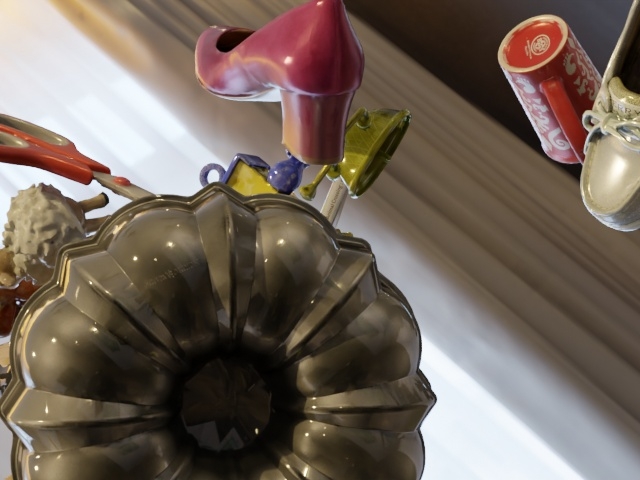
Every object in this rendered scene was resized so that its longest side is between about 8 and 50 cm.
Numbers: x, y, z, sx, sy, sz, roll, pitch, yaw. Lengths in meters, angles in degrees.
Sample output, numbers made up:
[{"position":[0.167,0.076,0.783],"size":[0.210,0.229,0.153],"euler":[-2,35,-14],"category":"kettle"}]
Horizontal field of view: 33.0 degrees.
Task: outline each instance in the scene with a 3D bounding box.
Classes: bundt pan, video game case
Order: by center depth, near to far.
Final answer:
[{"position":[-0.066,0.116,0.765],"size":[0.331,0.331,0.124],"euler":[-47,5,-9],"category":"bundt pan"},{"position":[0.000,0.000,1.587],"size":[0.212,0.023,0.193],"euler":[107,-176,-62],"category":"video game case"}]

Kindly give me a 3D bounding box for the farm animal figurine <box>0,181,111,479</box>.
[{"position":[-0.269,0.153,1.027],"size":[0.172,0.330,0.327],"euler":[-17,-15,-40],"category":"farm animal figurine"}]

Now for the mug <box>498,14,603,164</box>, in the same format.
[{"position":[0.306,-0.183,1.331],"size":[0.113,0.150,0.169],"euler":[-44,-50,-1],"category":"mug"}]

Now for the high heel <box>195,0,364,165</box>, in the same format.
[{"position":[-0.052,-0.238,1.253],"size":[0.127,0.377,0.181],"euler":[-10,-59,-27],"category":"high heel"}]

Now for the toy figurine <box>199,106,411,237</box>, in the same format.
[{"position":[-0.073,-0.059,1.357],"size":[0.191,0.217,0.362],"euler":[6,-63,-60],"category":"toy figurine"}]

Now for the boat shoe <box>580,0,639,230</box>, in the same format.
[{"position":[0.299,-0.158,0.942],"size":[0.103,0.118,0.320],"euler":[4,-59,-32],"category":"boat shoe"}]

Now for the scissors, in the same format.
[{"position":[-0.186,-0.058,0.954],"size":[0.109,0.297,0.021],"euler":[-51,-21,-73],"category":"scissors"}]
